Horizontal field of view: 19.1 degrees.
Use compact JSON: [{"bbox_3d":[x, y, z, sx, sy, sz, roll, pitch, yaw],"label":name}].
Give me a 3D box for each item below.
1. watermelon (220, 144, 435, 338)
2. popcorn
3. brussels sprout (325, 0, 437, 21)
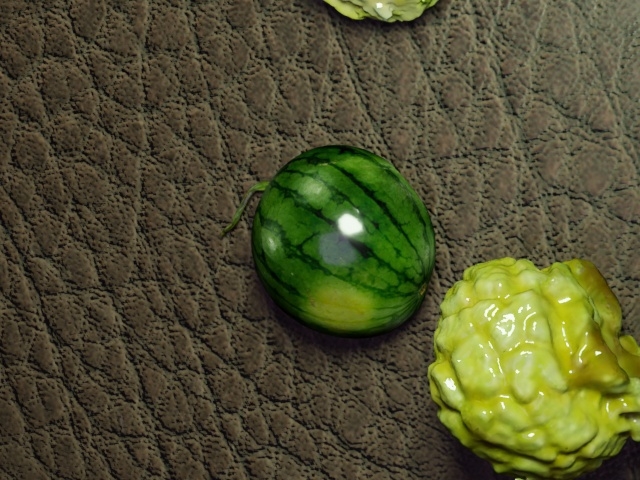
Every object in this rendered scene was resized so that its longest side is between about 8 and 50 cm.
[{"bbox_3d":[0.007,0.003,2.044,0.232,0.127,0.204,43,114,12],"label":"watermelon"},{"bbox_3d":[0.238,0.135,1.959,0.252,0.206,0.236,2,87,6],"label":"popcorn"},{"bbox_3d":[0.062,-0.308,1.968,0.149,0.122,0.151,7,138,23],"label":"brussels sprout"}]
